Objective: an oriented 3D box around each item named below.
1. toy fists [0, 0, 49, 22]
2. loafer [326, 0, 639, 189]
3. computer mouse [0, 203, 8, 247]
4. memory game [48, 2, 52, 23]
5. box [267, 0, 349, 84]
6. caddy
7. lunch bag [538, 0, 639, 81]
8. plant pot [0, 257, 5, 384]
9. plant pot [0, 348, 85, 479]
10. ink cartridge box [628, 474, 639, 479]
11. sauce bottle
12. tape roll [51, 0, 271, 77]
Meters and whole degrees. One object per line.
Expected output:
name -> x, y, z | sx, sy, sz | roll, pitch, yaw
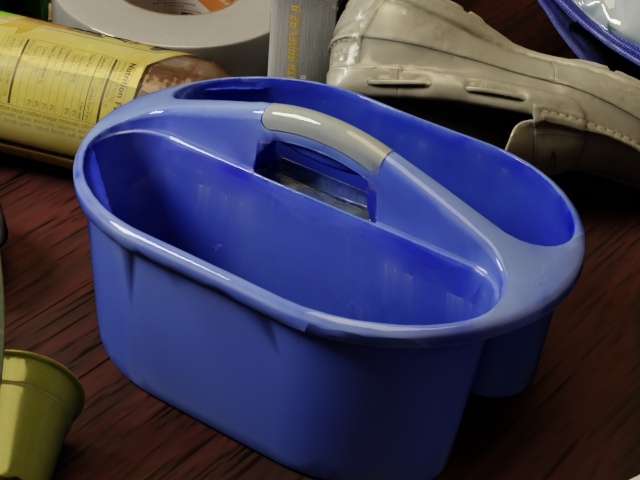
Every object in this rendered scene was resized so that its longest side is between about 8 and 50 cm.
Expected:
toy fists -> -0.368, -0.186, 1.300 | 0.142, 0.096, 0.279 | 19, 38, 24
loafer -> 0.154, -0.091, 1.173 | 0.319, 0.112, 0.111 | 21, 72, -6
computer mouse -> -0.248, 0.046, 1.021 | 0.071, 0.041, 0.242 | -7, 41, 0
memory game -> -0.226, -0.246, 1.477 | 0.186, 0.012, 0.186 | 2, 34, -2
box -> 0.008, -0.203, 1.282 | 0.056, 0.183, 0.231 | 9, 35, 9
caddy -> 0.000, 0.000, 0.979 | 0.341, 0.179, 0.241 | 23, 37, 27
lunch bag -> 0.352, -0.233, 1.266 | 0.385, 0.239, 0.328 | 28, 23, 20
plant pot -> -0.323, 0.030, 0.711 | 0.341, 0.341, 0.334 | -5, 1, -12
plant pot -> -0.182, 0.119, 0.881 | 0.083, 0.083, 0.079 | 1, 45, -3
ink cartridge box -> 0.170, 0.191, 0.810 | 0.181, 0.061, 0.104 | -19, 39, -30
sauce bottle -> -0.144, -0.098, 1.177 | 0.344, 0.111, 0.111 | 15, 35, 8
tape roll -> -0.127, -0.196, 1.345 | 0.219, 0.072, 0.219 | 5, 37, -4
